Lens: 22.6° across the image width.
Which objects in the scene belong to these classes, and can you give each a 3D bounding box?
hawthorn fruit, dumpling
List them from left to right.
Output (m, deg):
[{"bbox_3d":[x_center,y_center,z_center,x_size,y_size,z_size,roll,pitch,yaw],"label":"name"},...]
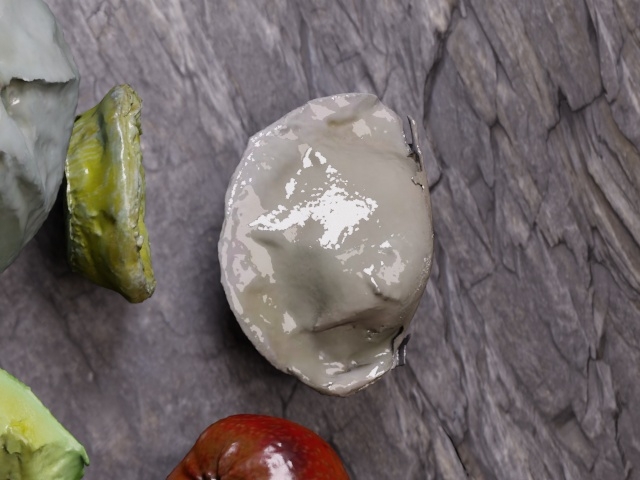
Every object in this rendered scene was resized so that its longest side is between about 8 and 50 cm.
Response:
[{"bbox_3d":[-0.045,0.252,1.450,0.200,0.179,0.179,31,66,-55],"label":"hawthorn fruit"},{"bbox_3d":[0.004,0.002,1.532,0.204,0.163,0.293,5,83,-4],"label":"dumpling"}]

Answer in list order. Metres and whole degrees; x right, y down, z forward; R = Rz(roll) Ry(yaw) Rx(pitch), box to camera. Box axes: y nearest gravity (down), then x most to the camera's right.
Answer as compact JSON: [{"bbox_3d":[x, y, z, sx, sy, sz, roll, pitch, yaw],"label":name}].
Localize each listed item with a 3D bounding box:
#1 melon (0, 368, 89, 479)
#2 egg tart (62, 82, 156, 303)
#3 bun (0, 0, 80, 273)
[{"bbox_3d":[-0.337,0.155,1.217,0.323,0.124,0.196,6,124,-45],"label":"melon"},{"bbox_3d":[-0.183,-0.039,1.366,0.078,0.197,0.197,-5,89,-8],"label":"egg tart"},{"bbox_3d":[-0.335,-0.103,1.194,0.362,0.211,0.362,0,89,-47],"label":"bun"}]
